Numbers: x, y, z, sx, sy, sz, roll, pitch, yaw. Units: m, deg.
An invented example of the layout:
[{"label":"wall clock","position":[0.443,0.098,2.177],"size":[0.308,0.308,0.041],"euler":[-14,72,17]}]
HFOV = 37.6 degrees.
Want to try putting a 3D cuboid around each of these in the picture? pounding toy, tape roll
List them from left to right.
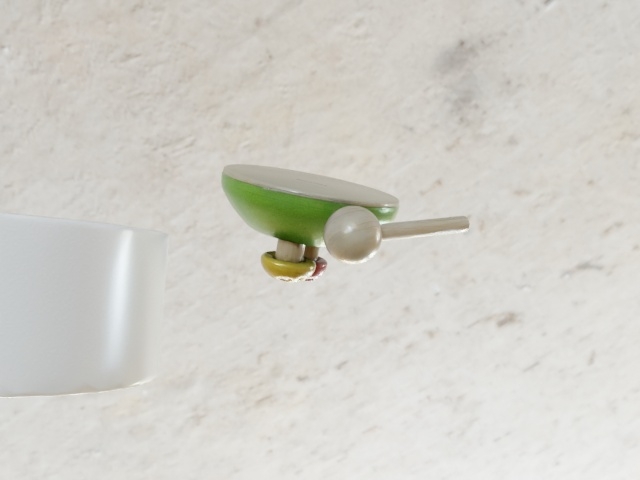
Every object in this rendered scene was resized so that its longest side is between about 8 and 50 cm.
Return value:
[{"label":"tape roll","position":[-0.242,0.031,0.601],"size":[0.286,0.286,0.100],"euler":[5,88,-34]},{"label":"pounding toy","position":[0.000,0.000,0.941],"size":[0.183,0.237,0.110],"euler":[1,104,-45]}]
